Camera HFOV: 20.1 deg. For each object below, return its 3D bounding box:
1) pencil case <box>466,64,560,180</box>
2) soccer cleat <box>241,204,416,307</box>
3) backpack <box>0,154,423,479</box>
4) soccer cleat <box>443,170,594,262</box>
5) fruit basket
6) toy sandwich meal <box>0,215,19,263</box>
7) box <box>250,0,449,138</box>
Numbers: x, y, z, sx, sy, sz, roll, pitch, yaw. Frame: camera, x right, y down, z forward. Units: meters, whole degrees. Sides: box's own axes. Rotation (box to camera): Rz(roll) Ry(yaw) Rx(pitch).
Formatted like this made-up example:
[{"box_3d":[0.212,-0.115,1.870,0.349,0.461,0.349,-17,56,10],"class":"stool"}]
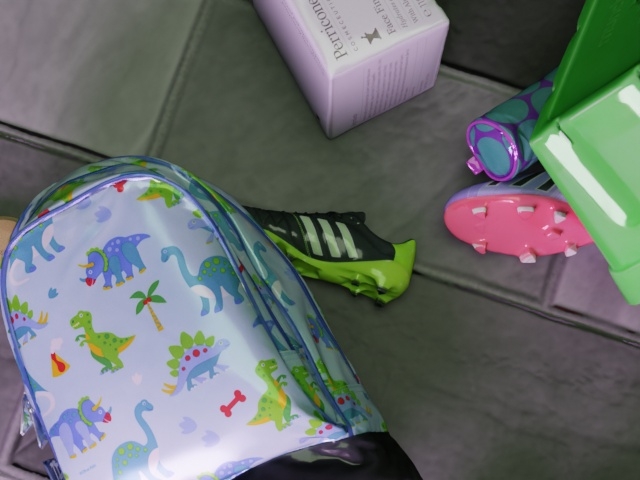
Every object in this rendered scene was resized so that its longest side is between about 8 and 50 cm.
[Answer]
[{"box_3d":[0.201,-0.113,1.636,0.151,0.070,0.064,-34,91,-32],"class":"pencil case"},{"box_3d":[0.000,0.000,1.641,0.178,0.060,0.072,21,61,3],"class":"soccer cleat"},{"box_3d":[-0.123,0.100,1.530,0.290,0.273,0.356,-26,65,14],"class":"backpack"},{"box_3d":[0.235,-0.041,1.645,0.248,0.083,0.095,-4,47,4],"class":"soccer cleat"},{"box_3d":[0.403,-0.106,1.511,0.392,0.283,0.392,17,59,-30],"class":"fruit basket"},{"box_3d":[-0.291,0.019,1.646,0.085,0.029,0.086,1,73,-2],"class":"toy sandwich meal"},{"box_3d":[0.017,-0.214,1.622,0.119,0.182,0.181,-28,79,-7],"class":"box"}]
